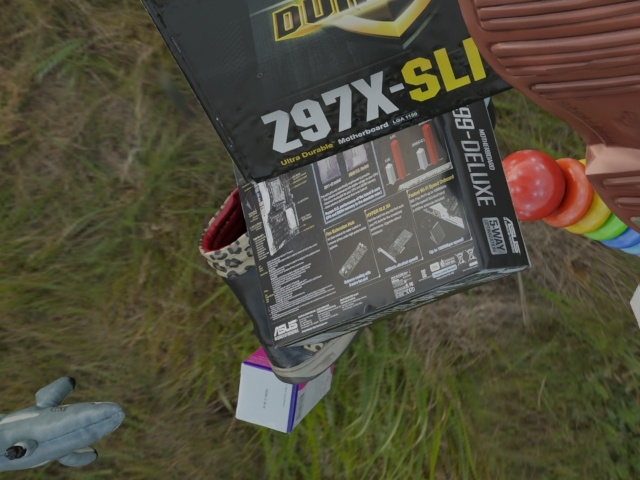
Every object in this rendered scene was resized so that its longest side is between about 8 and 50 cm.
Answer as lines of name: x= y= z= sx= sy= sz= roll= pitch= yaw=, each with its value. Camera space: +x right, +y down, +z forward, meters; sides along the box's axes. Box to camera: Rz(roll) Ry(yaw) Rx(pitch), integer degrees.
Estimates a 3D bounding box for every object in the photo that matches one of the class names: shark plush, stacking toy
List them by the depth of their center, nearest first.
shark plush: x=-0.234 y=0.150 z=0.821 sx=0.161 sy=0.067 sz=0.073 roll=-5 pitch=92 yaw=-24
stacking toy: x=0.360 y=-0.049 z=1.396 sx=0.331 sy=0.141 sz=0.141 roll=7 pitch=95 yaw=-30

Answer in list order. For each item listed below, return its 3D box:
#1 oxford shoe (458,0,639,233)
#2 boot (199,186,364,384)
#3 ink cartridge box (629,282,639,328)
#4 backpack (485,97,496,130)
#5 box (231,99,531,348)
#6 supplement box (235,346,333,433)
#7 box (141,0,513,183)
oxford shoe: x=0.191 y=-0.145 z=0.644 sx=0.141 sy=0.397 sz=0.146 roll=5 pitch=63 yaw=35
boot: x=0.000 y=0.000 z=1.650 sx=0.377 sy=0.138 sz=0.284 roll=-47 pitch=124 yaw=-19
ink cartridge box: x=0.623 y=0.127 z=1.868 sx=0.135 sy=0.099 sz=0.056 roll=2 pitch=133 yaw=-9
backpack: x=0.142 y=-0.343 z=1.845 sx=0.290 sy=0.355 sz=0.273 roll=-2 pitch=63 yaw=19
box: x=0.045 y=-0.042 z=1.101 sx=0.307 sy=0.077 sz=0.242 roll=-26 pitch=73 yaw=44
supplement box: x=-0.059 y=0.252 z=1.982 sx=0.114 sy=0.220 sz=0.111 roll=13 pitch=107 yaw=18
box: x=0.040 y=-0.200 z=0.798 sx=0.322 sy=0.257 sz=0.079 roll=-20 pitch=47 yaw=8
